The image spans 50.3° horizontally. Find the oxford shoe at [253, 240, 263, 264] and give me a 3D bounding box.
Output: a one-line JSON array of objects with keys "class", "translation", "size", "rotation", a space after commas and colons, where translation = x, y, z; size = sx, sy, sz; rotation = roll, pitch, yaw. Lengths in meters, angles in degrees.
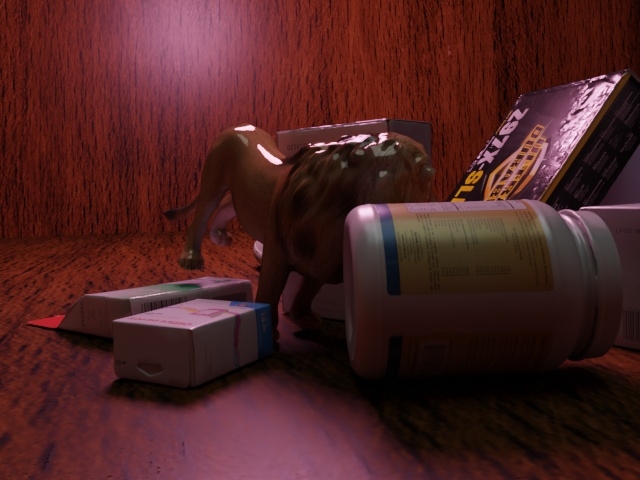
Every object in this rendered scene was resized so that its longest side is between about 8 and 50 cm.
[{"class": "oxford shoe", "translation": [0.000, 0.000, 1.250], "size": [0.169, 0.129, 0.449], "rotation": [-5, 4, -24]}]

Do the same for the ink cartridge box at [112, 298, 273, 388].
[{"class": "ink cartridge box", "translation": [-0.112, 0.088, 0.611], "size": [0.089, 0.052, 0.122], "rotation": [1, 6, 27]}]

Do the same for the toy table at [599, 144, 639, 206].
[{"class": "toy table", "translation": [0.437, -0.050, 0.999], "size": [0.274, 0.252, 0.161], "rotation": [-37, -4, -18]}]

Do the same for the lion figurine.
[{"class": "lion figurine", "translation": [-0.053, -0.048, 0.759], "size": [0.142, 0.240, 0.392], "rotation": [-3, 27, -46]}]

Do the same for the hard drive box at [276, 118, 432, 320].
[{"class": "hard drive box", "translation": [0.040, -0.023, 0.831], "size": [0.181, 0.232, 0.089], "rotation": [3, 7, 43]}]

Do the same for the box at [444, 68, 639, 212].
[{"class": "box", "translation": [0.278, -0.070, 0.938], "size": [0.079, 0.322, 0.257], "rotation": [36, -4, -13]}]

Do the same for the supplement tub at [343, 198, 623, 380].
[{"class": "supplement tub", "translation": [0.122, 0.039, 0.558], "size": [0.200, 0.144, 0.144], "rotation": [-1, 4, -2]}]

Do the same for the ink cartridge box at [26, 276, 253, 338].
[{"class": "ink cartridge box", "translation": [-0.224, 0.075, 0.839], "size": [0.225, 0.056, 0.181], "rotation": [4, 7, 39]}]

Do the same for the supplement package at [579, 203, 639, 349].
[{"class": "supplement package", "translation": [0.392, 0.027, 0.676], "size": [0.244, 0.133, 0.139], "rotation": [-5, 5, -31]}]
